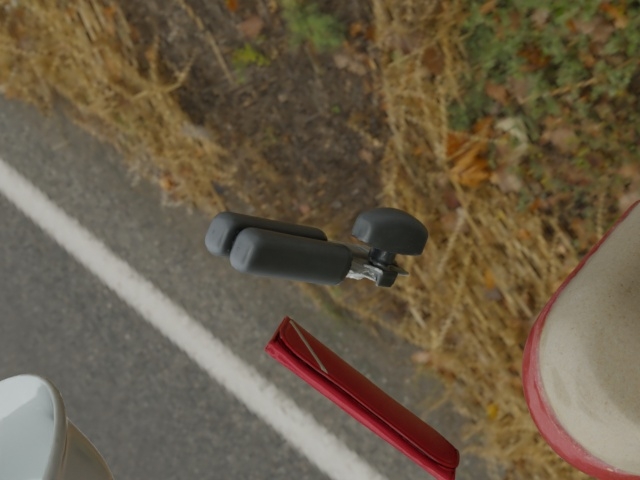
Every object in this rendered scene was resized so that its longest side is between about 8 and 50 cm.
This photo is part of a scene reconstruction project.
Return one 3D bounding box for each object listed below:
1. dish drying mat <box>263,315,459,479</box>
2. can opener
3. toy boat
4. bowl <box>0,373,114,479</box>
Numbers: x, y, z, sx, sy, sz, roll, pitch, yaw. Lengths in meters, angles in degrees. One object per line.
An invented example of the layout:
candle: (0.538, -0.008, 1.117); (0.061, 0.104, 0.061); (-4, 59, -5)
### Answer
dish drying mat: (0.017, 0.058, 0.442); (0.083, 0.008, 0.032); (37, -165, -1)
can opener: (0.000, 0.000, 1.229); (0.074, 0.280, 0.093); (30, 106, 37)
toy boat: (0.229, 0.079, 0.859); (0.151, 0.231, 0.151); (43, 145, 9)
bowl: (-0.227, 0.250, 0.821); (0.134, 0.298, 0.298); (40, 161, -27)
